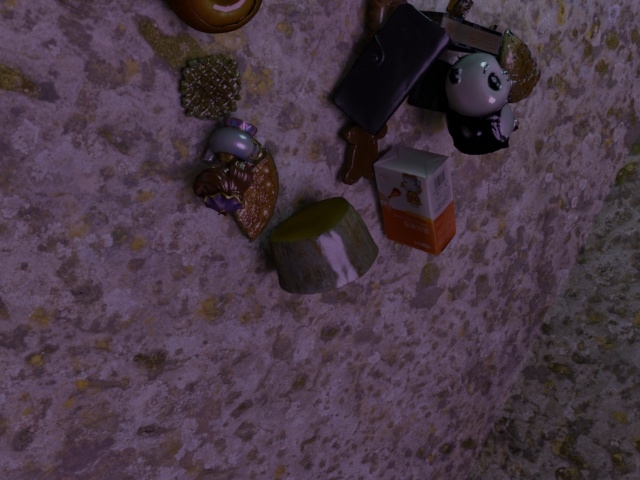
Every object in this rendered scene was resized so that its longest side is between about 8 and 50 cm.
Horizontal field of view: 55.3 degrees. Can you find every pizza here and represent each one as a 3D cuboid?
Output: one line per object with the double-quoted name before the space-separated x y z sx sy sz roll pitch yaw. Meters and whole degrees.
"pizza" -0.213 -0.133 1.798 0.197 0.058 0.292 -3 109 -38

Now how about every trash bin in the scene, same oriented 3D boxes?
"trash bin" 0.431 -0.526 2.123 0.225 0.115 0.165 1 108 -44

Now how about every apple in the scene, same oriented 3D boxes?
"apple" -0.248 -0.606 1.450 0.237 0.207 0.237 -15 118 -32

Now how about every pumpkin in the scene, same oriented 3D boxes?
"pumpkin" 0.000 0.000 1.880 0.332 0.332 0.199 -28 112 -27
"pumpkin" 0.475 -0.794 2.072 0.074 0.054 0.083 25 97 -39

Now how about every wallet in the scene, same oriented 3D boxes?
"wallet" 0.210 -0.519 1.847 0.197 0.051 0.377 38 107 -6

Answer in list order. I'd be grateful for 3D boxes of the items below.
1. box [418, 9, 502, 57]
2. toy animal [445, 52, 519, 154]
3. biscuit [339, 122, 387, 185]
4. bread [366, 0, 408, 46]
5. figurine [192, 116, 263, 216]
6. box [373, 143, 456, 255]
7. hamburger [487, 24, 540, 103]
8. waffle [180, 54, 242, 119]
"box" 0.416 -0.671 1.979 0.310 0.198 0.084 -1 111 -40
"toy animal" 0.515 -0.454 1.997 0.251 0.251 0.310 -35 120 -23
"biscuit" 0.142 -0.338 2.006 0.197 0.049 0.302 -19 122 -43
"bread" 0.201 -0.648 1.892 0.134 0.081 0.225 -9 117 -31
"figurine" -0.251 -0.193 1.650 0.142 0.189 0.263 30 71 -54
"box" 0.331 -0.136 2.111 0.143 0.225 0.341 -41 135 -31
"hamburger" 0.673 -0.627 2.232 0.288 0.167 0.192 35 84 -44
"waffle" -0.289 -0.404 1.626 0.183 0.036 0.169 -16 120 -33
